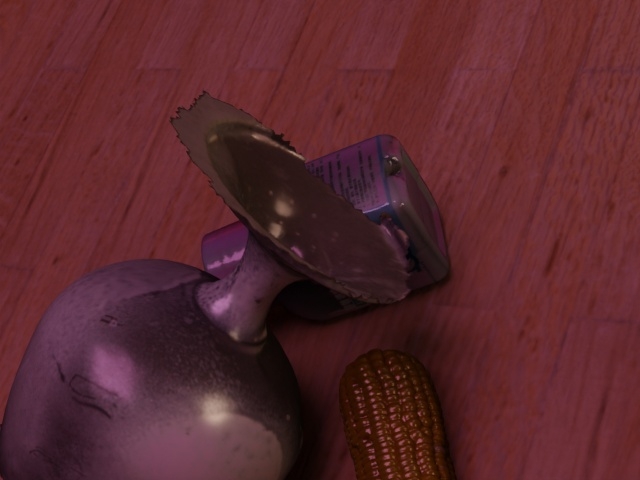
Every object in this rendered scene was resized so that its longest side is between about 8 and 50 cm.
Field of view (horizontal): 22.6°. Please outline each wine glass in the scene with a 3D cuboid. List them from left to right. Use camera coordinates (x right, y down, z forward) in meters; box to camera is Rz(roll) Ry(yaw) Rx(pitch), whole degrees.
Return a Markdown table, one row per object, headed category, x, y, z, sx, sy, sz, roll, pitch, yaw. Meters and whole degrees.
| category | x | y | z | sx | sy | sz | roll | pitch | yaw |
| --- | --- | --- | --- | --- | --- | --- | --- | --- | --- |
| wine glass | -0.099 | 0.086 | 1.211 | 0.323 | 0.238 | 0.238 | -52 | 43 | 20 |

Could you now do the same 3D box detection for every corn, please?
| category | x | y | z | sx | sy | sz | roll | pitch | yaw |
| --- | --- | --- | --- | --- | --- | --- | --- | --- | --- |
| corn | 0.067 | 0.182 | 1.193 | 0.080 | 0.080 | 0.231 | -24 | 50 | 11 |

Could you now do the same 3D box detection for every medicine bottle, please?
| category | x | y | z | sx | sy | sz | roll | pitch | yaw |
| --- | --- | --- | --- | --- | --- | --- | --- | --- | --- |
| medicine bottle | 0.000 | 0.000 | 1.340 | 0.188 | 0.119 | 0.094 | -20 | 48 | 15 |
